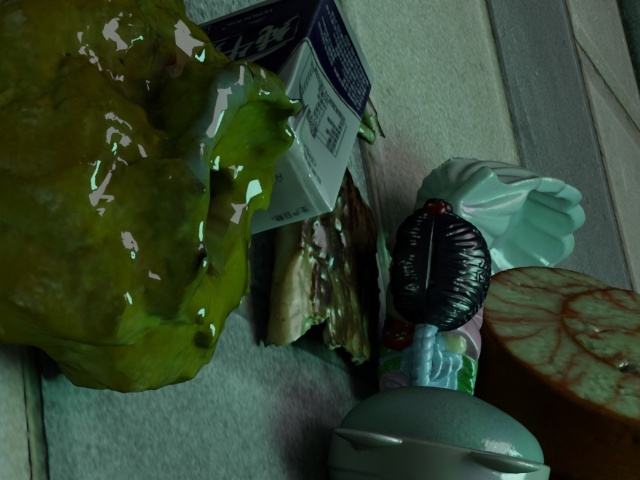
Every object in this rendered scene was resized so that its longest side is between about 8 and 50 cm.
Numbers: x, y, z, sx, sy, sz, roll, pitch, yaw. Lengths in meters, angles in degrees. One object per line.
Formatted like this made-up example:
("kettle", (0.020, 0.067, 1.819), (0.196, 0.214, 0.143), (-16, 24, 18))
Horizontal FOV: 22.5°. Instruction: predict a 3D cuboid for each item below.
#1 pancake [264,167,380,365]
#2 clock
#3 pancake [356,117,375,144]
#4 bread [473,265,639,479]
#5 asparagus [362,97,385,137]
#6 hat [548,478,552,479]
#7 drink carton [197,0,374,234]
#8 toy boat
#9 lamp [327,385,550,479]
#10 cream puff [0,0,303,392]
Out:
("pancake", (0.000, 0.000, 1.386), (0.257, 0.056, 0.212), (25, 57, -74))
("clock", (0.102, 0.067, 1.444), (0.195, 0.100, 0.194), (61, 33, -78))
("pancake", (0.002, -0.122, 1.442), (0.116, 0.022, 0.129), (31, 7, -8))
("bread", (0.291, 0.146, 1.578), (0.295, 0.327, 0.114), (-40, 149, -61))
("asparagus", (0.016, -0.211, 1.638), (0.034, 0.027, 0.236), (-40, 111, -74))
("hat", (0.252, 0.321, 1.589), (0.336, 0.238, 0.209), (42, -40, 48))
("drink carton", (-0.050, -0.093, 1.207), (0.222, 0.134, 0.102), (-74, 144, -56))
("toy boat", (0.175, -0.012, 1.723), (0.100, 0.199, 0.290), (44, 3, 27))
("lamp", (0.099, 0.179, 1.326), (0.246, 0.179, 0.108), (69, 36, -74))
("cream puff", (-0.104, -0.045, 0.953), (0.282, 0.185, 0.282), (51, 27, -40))
